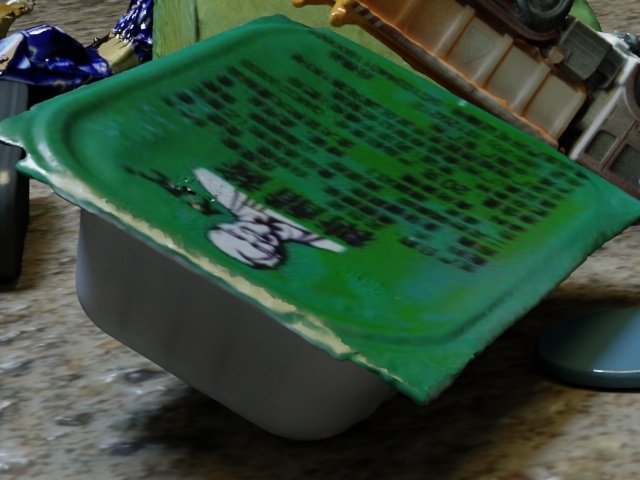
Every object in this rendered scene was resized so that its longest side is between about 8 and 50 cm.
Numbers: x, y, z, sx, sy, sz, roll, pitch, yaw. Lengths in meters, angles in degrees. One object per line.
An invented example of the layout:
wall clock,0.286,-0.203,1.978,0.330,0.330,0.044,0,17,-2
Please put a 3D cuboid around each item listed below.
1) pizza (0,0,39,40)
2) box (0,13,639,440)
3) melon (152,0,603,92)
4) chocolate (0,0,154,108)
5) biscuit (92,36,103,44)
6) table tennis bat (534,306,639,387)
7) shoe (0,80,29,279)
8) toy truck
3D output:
pizza,-0.491,-0.163,1.863,0.392,0.080,0.435,-4,15,2
box,0.000,0.000,1.041,0.264,0.106,0.337,30,29,17
melon,0.047,-0.153,1.532,0.344,0.331,0.226,-1,53,-13
chocolate,-0.197,-0.157,1.668,0.343,0.126,0.148,-31,2,-25
biscuit,-0.121,-0.169,1.808,0.219,0.055,0.061,3,-17,22
table tennis bat,0.193,0.053,1.041,0.155,0.019,0.100,-9,17,-10
shoe,-0.250,-0.045,1.340,0.093,0.108,0.241,-1,19,-7
toy truck,0.125,-0.119,1.269,0.270,0.135,0.114,33,4,-21
